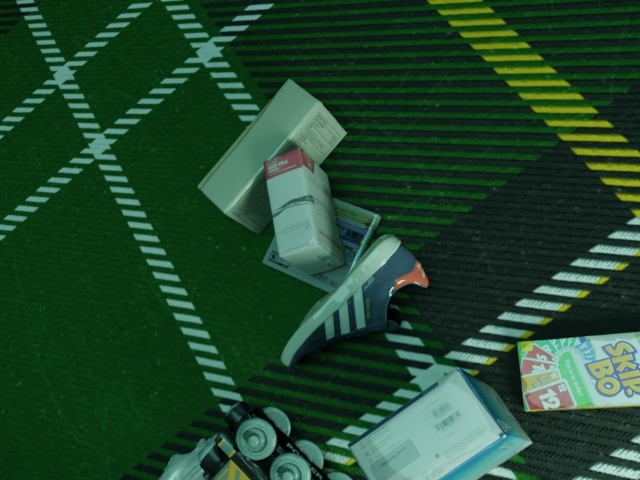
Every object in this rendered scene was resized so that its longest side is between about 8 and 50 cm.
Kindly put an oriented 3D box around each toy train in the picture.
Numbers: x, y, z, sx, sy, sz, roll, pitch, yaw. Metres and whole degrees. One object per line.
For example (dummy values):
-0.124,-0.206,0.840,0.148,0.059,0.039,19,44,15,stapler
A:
-0.079,0.460,1.305,0.334,0.142,0.190,43,98,10,toy train

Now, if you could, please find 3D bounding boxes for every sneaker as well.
-0.307,0.498,1.470,0.212,0.080,0.094,-35,51,3,sneaker
0.069,0.155,1.383,0.148,0.131,0.350,42,109,-2,sneaker

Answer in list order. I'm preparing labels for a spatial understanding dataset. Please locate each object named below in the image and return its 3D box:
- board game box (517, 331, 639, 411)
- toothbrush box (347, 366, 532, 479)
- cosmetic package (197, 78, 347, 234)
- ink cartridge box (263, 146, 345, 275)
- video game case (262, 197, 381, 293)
0.482,0.228,1.218,0.259,0.039,0.124,-8,71,19,board game box
0.208,0.335,1.156,0.216,0.295,0.126,-38,61,10,toothbrush box
-0.103,-0.178,1.541,0.113,0.160,0.309,42,92,29,cosmetic package
-0.032,-0.055,1.440,0.092,0.158,0.217,-20,66,17,ink cartridge box
0.000,0.000,1.513,0.212,0.023,0.193,22,83,29,video game case
